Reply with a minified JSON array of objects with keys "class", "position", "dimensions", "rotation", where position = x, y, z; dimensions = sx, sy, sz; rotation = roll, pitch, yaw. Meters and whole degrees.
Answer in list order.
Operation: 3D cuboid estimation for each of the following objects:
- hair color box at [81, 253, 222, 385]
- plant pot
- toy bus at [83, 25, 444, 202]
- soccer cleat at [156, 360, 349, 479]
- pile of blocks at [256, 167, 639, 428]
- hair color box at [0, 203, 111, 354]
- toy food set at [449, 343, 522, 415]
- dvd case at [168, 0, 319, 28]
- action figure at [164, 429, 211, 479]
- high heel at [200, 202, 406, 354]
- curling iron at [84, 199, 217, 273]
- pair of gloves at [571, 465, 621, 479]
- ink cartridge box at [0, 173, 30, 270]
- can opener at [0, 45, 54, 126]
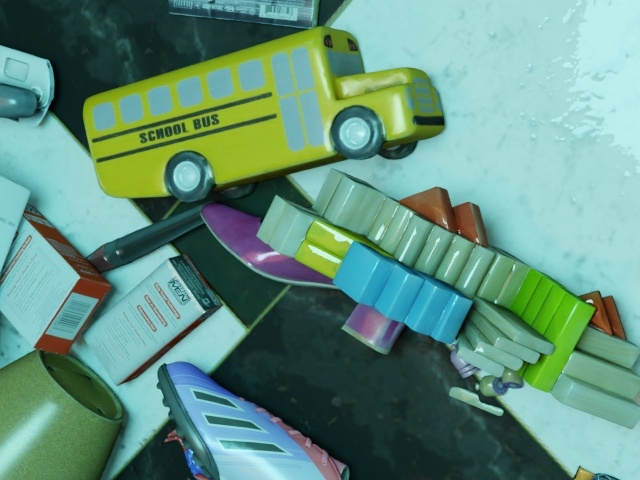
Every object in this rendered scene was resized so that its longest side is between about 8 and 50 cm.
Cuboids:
[{"class":"hair color box","position":[-0.179,0.084,1.252],"dimensions":[0.141,0.043,0.072],"rotation":[-39,81,23]},{"class":"plant pot","position":[-0.335,0.242,1.257],"dimensions":[0.237,0.237,0.254],"rotation":[42,95,13]},{"class":"toy bus","position":[-0.057,-0.116,1.143],"dimensions":[0.332,0.108,0.130],"rotation":[-13,89,24]},{"class":"soccer cleat","position":[-0.041,0.230,1.193],"dimensions":[0.116,0.108,0.318],"rotation":[-40,75,-2]},{"class":"pile of blocks","position":[0.128,0.030,1.018],"dimensions":[0.362,0.149,0.112],"rotation":[26,99,-1]},{"class":"hair color box","position":[-0.305,0.035,1.258],"dimensions":[0.167,0.053,0.093],"rotation":[40,99,34]},{"class":"toy food set","position":[0.162,0.103,1.123],"dimensions":[0.078,0.019,0.122],"rotation":[20,104,19]},{"class":"dvd case","position":[-0.068,-0.328,1.170],"dimensions":[0.164,0.018,0.221],"rotation":[10,101,23]},{"class":"action figure","position":[-0.124,0.251,1.253],"dimensions":[0.115,0.030,0.038],"rotation":[50,148,9]},{"class":"high heel","position":[0.000,0.000,1.152],"dimensions":[0.244,0.082,0.117],"rotation":[34,97,21]},{"class":"curling iron","position":[-0.214,0.027,1.266],"dimensions":[0.274,0.035,0.068],"rotation":[-32,96,21]},{"class":"pair of gloves","position":[0.261,0.258,1.105],"dimensions":[0.074,0.010,0.083],"rotation":[23,102,20]},{"class":"ink cartridge box","position":[-0.443,0.041,1.238],"dimensions":[0.198,0.115,0.273],"rotation":[9,75,42]},{"class":"can opener","position":[-0.417,-0.192,1.291],"dimensions":[0.283,0.095,0.076],"rotation":[18,102,20]}]
